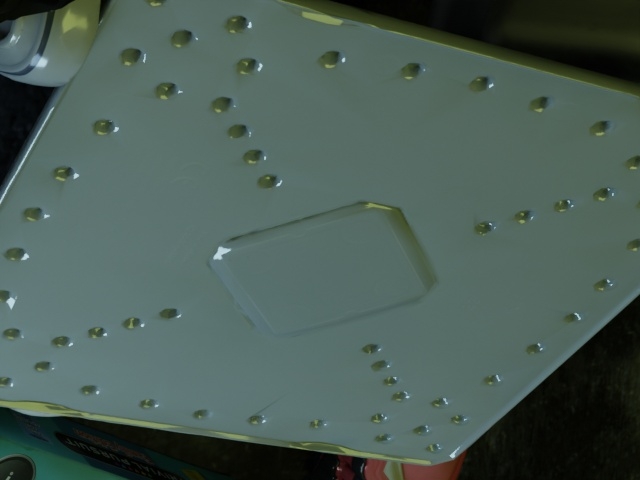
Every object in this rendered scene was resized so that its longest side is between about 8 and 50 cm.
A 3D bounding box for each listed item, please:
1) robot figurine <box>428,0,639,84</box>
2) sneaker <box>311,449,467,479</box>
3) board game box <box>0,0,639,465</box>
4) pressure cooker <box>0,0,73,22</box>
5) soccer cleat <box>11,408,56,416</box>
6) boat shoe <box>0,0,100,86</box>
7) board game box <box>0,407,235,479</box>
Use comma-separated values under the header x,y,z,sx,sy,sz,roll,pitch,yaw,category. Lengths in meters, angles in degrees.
x,y,z,sx,sy,sz,roll,pitch,yaw,category
0.187,-0.178,1.118,0.353,0.200,0.300,-69,167,-50,robot figurine
0.068,0.137,1.407,0.136,0.116,0.313,-30,143,-34,sneaker
0.000,0.000,0.971,0.390,0.050,0.390,11,141,-26,board game box
-0.208,-0.323,0.615,0.376,0.370,0.420,-15,132,-37,pressure cooker
-0.076,0.059,1.201,0.331,0.116,0.143,-27,139,-20,soccer cleat
-0.196,-0.150,0.834,0.084,0.258,0.095,1,115,-38,boat shoe
-0.223,0.260,1.255,0.253,0.079,0.336,-54,138,6,board game box
